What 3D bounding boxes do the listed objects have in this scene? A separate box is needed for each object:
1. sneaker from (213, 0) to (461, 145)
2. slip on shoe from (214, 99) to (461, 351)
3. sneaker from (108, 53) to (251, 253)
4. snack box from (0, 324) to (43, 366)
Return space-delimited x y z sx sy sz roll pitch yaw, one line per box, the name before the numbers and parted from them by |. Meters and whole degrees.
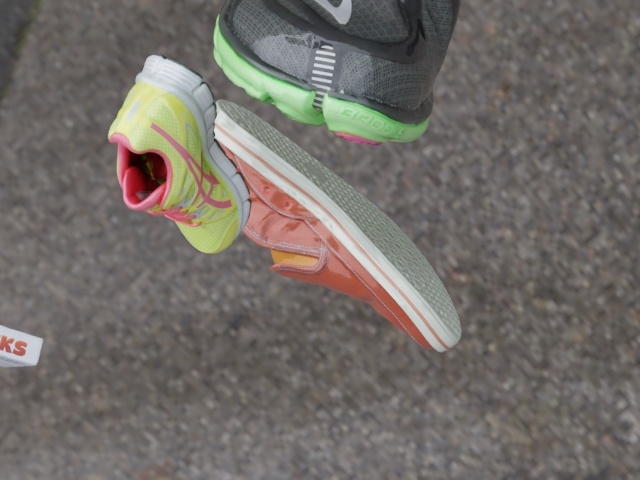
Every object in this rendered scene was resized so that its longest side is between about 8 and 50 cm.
sneaker | 0.051 -0.243 1.353 0.483 0.185 0.202 -69 -1 -51
slip on shoe | 0.000 0.000 1.718 0.101 0.331 0.123 -52 -5 16
sneaker | -0.122 -0.049 1.404 0.081 0.208 0.094 19 59 29
snack box | -0.272 0.049 1.141 0.064 0.178 0.022 -7 66 60
